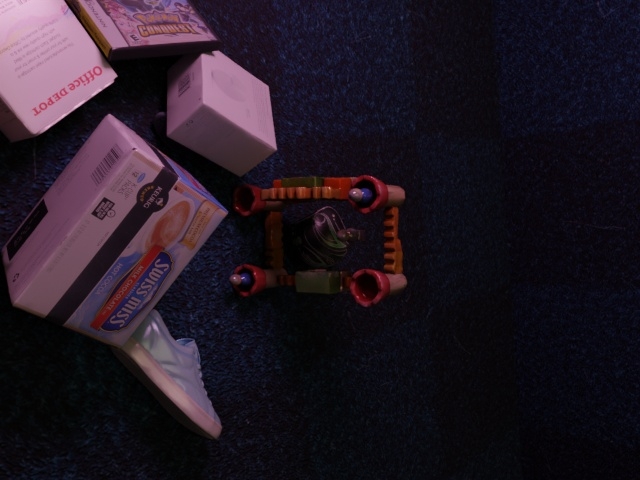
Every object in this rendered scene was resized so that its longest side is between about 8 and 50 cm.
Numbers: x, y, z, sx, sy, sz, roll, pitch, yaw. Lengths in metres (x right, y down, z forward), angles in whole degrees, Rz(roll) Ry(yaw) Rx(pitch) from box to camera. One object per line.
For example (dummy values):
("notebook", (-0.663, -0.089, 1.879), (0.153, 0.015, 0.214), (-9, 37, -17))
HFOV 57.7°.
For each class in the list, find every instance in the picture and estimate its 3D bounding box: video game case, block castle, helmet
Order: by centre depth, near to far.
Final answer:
("video game case", (-0.391, -0.496, 1.254), (0.275, 0.035, 0.248), (-24, 71, -43))
("block castle", (-0.022, -0.005, 1.434), (0.213, 0.453, 0.303), (-2, 92, -54))
("helmet", (0.000, 0.000, 1.662), (0.169, 0.169, 0.161), (-31, 96, -42))

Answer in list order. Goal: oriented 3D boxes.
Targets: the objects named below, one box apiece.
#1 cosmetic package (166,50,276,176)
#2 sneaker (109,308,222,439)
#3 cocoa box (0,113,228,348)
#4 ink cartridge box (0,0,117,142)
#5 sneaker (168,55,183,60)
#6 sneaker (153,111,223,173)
("cosmetic package", (-0.236, -0.310, 1.381), (0.225, 0.138, 0.224), (27, 42, -41))
("sneaker", (-0.317, 0.312, 1.350), (0.150, 0.135, 0.366), (-49, 124, -31))
("cocoa box", (-0.396, -0.017, 1.114), (0.347, 0.231, 0.228), (-51, 130, 1))
("ink cartridge box", (-0.578, -0.372, 1.088), (0.226, 0.131, 0.306), (-51, 125, -34))
("sneaker", (-0.362, -0.473, 1.369), (0.144, 0.053, 0.059), (22, 72, -45))
("sneaker", (-0.315, -0.250, 1.417), (0.209, 0.069, 0.082), (37, 38, -33))
